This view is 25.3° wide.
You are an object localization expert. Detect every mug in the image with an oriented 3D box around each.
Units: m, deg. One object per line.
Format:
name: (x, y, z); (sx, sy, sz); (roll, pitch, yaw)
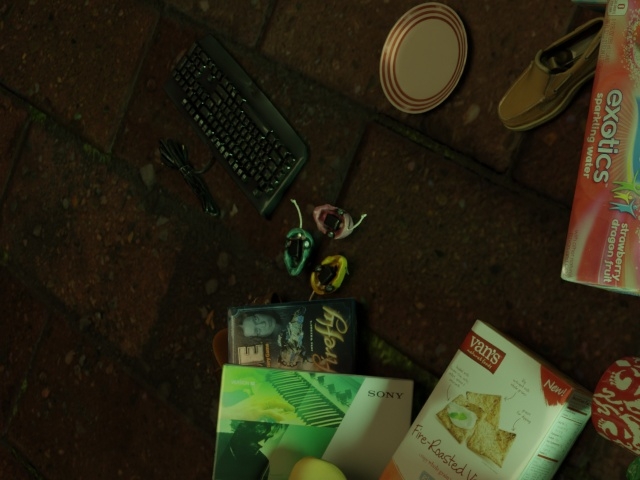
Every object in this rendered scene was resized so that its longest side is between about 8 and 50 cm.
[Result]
mug: (0.374, 0.176, 1.418); (0.169, 0.150, 0.113); (22, 134, 49)

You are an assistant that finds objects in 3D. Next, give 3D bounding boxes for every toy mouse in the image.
toy mouse: (0.000, 0.000, 1.854); (0.161, 0.031, 0.143); (-50, 52, 26)

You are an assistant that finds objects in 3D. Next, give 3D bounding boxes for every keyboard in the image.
keyboard: (-0.146, -0.140, 2.029); (0.201, 0.033, 0.317); (-57, 48, 21)

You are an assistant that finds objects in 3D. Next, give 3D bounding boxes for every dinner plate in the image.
dinner plate: (0.131, -0.226, 1.779); (0.141, 0.017, 0.141); (-10, 76, 44)

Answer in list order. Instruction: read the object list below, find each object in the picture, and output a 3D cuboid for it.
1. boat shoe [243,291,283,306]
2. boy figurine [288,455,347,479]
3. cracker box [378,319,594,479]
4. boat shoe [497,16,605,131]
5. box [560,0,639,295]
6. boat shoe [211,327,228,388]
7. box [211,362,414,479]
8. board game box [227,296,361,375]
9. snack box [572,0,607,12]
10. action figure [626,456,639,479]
boat shoe: (-0.053, 0.146, 1.854); (0.066, 0.066, 0.183); (-41, 59, 25)
boy figurine: (0.066, 0.354, 1.583); (0.285, 0.177, 0.092); (37, 111, 14)
cracker box: (0.181, 0.226, 1.581); (0.155, 0.067, 0.232); (36, 97, 43)
boat shoe: (0.261, -0.193, 1.603); (0.190, 0.072, 0.068); (-41, 56, 32)
box: (0.363, -0.088, 1.431); (0.154, 0.142, 0.300); (10, 89, 45)
boat shoe: (-0.090, 0.215, 1.883); (0.073, 0.073, 0.207); (97, 158, -55)
box: (-0.016, 0.313, 1.688); (0.058, 0.232, 0.322); (105, 170, -82)
board game box: (-0.031, 0.199, 1.782); (0.165, 0.042, 0.243); (-5, 76, 11)
snack box: (0.389, -0.402, 1.525); (0.187, 0.060, 0.322); (12, 91, 46)
action figure: (0.371, 0.283, 1.380); (0.063, 0.137, 0.232); (-61, 38, 11)
